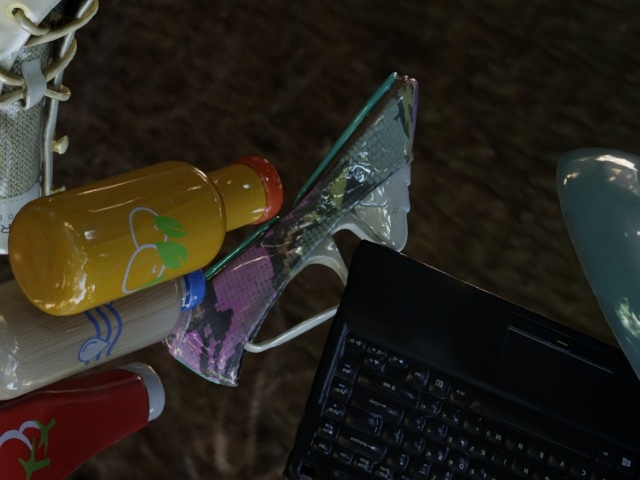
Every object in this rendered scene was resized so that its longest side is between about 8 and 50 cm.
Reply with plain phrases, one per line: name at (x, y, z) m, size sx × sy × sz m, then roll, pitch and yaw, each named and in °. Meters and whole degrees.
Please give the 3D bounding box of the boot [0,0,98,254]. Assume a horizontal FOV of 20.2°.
boot at (-0.129, -0.089, 0.821) m, size 0.095 × 0.262 × 0.204 m, roll -14°, pitch 114°, yaw -48°

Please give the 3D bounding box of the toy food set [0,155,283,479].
toy food set at (-0.065, 0.086, 0.655) m, size 0.104 × 0.111 × 0.232 m, roll -20°, pitch 107°, yaw -44°

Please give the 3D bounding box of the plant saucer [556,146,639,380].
plant saucer at (0.254, 0.068, 1.115) m, size 0.043 × 0.318 × 0.317 m, roll -34°, pitch 154°, yaw 21°

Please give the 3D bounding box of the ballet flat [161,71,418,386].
ballet flat at (0.000, 0.000, 1.073) m, size 0.221 × 0.079 × 0.077 m, roll -46°, pitch 175°, yaw -12°

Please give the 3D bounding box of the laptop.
laptop at (0.112, 0.118, 0.953) m, size 0.136 × 0.234 × 0.264 m, roll 123°, pitch -12°, yaw -55°
